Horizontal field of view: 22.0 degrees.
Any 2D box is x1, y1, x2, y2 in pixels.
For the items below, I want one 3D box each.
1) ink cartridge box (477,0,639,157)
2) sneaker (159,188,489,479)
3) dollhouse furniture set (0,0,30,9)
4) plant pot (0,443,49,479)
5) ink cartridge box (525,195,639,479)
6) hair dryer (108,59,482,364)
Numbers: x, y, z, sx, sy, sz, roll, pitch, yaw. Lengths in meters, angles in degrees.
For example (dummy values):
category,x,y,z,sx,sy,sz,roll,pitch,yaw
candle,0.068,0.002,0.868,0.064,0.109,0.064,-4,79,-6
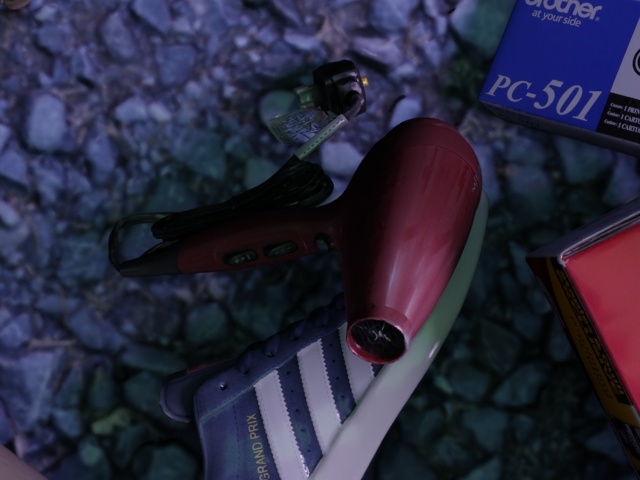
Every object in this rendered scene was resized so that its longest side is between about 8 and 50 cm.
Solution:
category,x,y,z,sx,sy,sz,roll,pitch,yaw
ink cartridge box,0.217,-0.107,1.104,0.207,0.046,0.097,19,85,32
sneaker,-0.018,0.091,1.091,0.148,0.131,0.350,30,82,4
dollhouse furniture set,-0.167,-0.300,1.045,0.301,0.151,0.197,-27,85,23
plant pot,-0.326,0.184,0.998,0.305,0.334,0.334,32,85,-10
ink cartridge box,0.254,0.117,0.966,0.130,0.272,0.309,-27,88,1
hair dryer,0.000,0.000,1.047,0.223,0.293,0.080,-40,120,-6
